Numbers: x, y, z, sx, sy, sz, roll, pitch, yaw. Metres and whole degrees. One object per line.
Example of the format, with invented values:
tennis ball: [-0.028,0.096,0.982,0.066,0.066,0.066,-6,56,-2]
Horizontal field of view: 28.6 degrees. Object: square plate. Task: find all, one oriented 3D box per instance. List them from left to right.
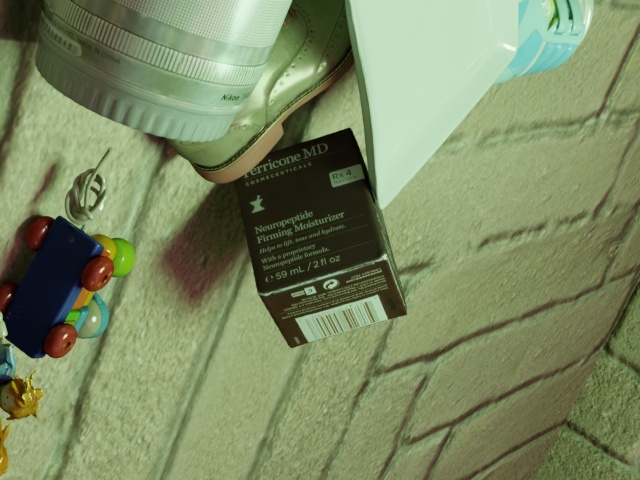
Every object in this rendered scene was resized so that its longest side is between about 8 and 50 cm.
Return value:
square plate: [0.138,-0.266,1.527,0.344,0.049,0.347,-48,147,-29]

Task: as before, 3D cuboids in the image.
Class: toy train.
toy train: [-0.255,0.012,1.416,0.248,0.105,0.143,-60,162,9]

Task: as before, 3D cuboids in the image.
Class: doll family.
doll family: [-0.369,0.156,1.317,0.118,0.163,0.263,-6,126,-54]

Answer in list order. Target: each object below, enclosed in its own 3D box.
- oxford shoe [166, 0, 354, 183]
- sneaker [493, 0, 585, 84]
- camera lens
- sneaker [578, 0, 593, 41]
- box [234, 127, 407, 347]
oxford shoe: [-0.050,-0.227,1.444,0.348,0.123,0.130,-54,147,-3]
sneaker: [0.293,-0.354,1.767,0.208,0.127,0.319,-13,146,-19]
camera lens: [-0.131,-0.258,1.175,0.219,0.219,0.274,-6,125,-55]
sneaker: [0.349,-0.407,1.900,0.152,0.114,0.305,-12,128,-34]
box: [0.000,0.000,1.617,0.168,0.203,0.167,-17,149,5]
